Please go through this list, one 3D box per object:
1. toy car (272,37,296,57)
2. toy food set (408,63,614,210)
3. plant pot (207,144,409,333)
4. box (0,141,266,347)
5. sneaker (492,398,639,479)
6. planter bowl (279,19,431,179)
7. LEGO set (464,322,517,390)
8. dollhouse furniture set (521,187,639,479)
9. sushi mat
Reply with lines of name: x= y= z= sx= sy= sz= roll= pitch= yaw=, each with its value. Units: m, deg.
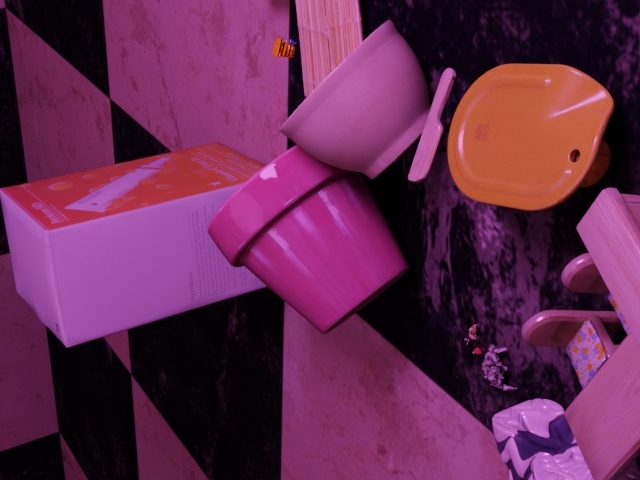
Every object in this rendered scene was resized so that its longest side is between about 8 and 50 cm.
toy car: x=-0.058 y=-0.282 z=1.221 sx=0.060 sy=0.040 sz=0.122 roll=-1 pitch=87 yaw=39
toy food set: x=0.186 y=-0.091 z=0.893 sx=0.218 sy=0.071 sz=0.128 roll=18 pitch=96 yaw=54
plant pot: x=0.000 y=0.000 z=1.147 sx=0.180 sy=0.201 sz=0.201 roll=52 pitch=147 yaw=7
box: x=-0.242 y=-0.008 z=1.386 sx=0.215 sy=0.345 sz=0.168 roll=28 pitch=128 yaw=52
sneaker: x=0.238 y=0.255 z=0.909 sx=0.235 sy=0.094 sz=0.153 roll=-154 pitch=44 yaw=-72
planter bowl: x=0.051 y=-0.133 z=1.027 sx=0.109 sy=0.162 sz=0.162 roll=46 pitch=149 yaw=-3
LEGO set: x=0.177 y=0.129 z=1.050 sx=0.083 sy=0.023 sz=0.054 roll=42 pitch=138 yaw=44
dollhouse furniture set: x=0.236 y=0.089 z=0.726 sx=0.242 sy=0.160 sz=0.212 roll=114 pitch=150 yaw=-41
sushi mat: x=0.003 y=-0.317 z=1.138 sx=0.151 sy=0.019 sz=0.317 roll=19 pitch=120 yaw=57
